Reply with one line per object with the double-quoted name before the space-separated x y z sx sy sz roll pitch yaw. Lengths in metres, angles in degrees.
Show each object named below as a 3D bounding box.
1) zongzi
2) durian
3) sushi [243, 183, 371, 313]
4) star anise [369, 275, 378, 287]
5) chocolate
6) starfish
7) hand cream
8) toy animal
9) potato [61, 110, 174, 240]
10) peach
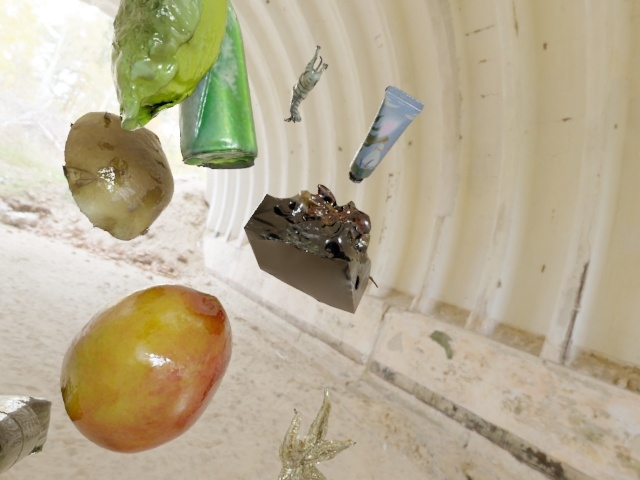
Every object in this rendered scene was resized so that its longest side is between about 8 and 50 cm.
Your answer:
"zongzi" -0.702 0.358 0.813 0.300 0.138 0.286 14 -12 -10
"durian" -0.161 -0.229 0.459 0.101 0.250 0.139 19 1 -1
"sushi" -0.001 0.000 0.959 0.227 0.212 0.215 18 -33 19
"star anise" 0.092 0.054 1.176 0.144 0.158 0.140 -10 -65 58
"chocolate" -0.147 -0.246 0.593 0.110 0.290 0.110 -6 -3 0
"starfish" -0.023 0.494 1.023 0.060 0.299 0.302 20 -17 40
"hand cream" 0.131 -0.228 0.996 0.088 0.055 0.256 31 -43 -2
"toy animal" -0.048 -0.491 1.411 0.074 0.175 0.217 25 -35 -12
"potato" -0.383 -0.155 0.891 0.116 0.298 0.239 -23 -42 19
"peach" -0.324 0.234 0.861 0.308 0.332 0.308 44 -6 6
